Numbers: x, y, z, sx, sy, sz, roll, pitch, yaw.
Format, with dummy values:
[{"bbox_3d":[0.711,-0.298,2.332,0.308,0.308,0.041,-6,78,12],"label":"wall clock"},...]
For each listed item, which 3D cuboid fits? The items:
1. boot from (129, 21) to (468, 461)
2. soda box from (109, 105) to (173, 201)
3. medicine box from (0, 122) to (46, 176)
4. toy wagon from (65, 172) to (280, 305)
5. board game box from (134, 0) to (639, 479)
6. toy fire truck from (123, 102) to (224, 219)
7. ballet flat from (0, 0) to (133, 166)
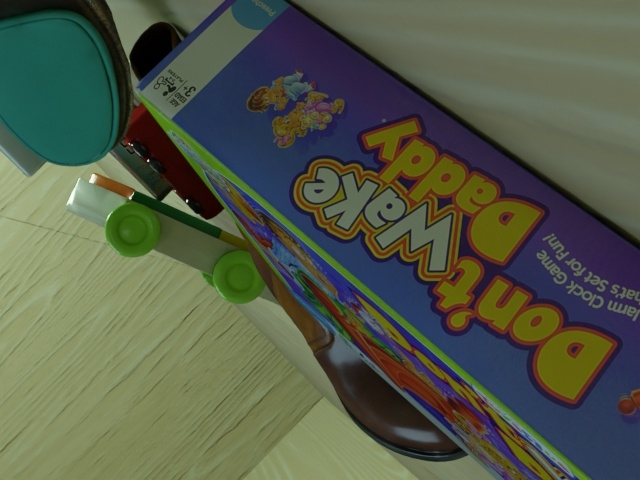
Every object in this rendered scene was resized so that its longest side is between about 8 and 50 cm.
[{"bbox_3d":[0.000,0.000,0.801,0.264,0.096,0.280,55,176,44],"label":"boot"},{"bbox_3d":[-0.233,-0.130,1.387,0.183,0.058,0.063,45,173,0],"label":"soda box"},{"bbox_3d":[-0.457,-0.236,1.677,0.263,0.149,0.289,47,173,-15],"label":"medicine box"},{"bbox_3d":[-0.116,0.021,1.333,0.344,0.068,0.267,24,178,-9],"label":"toy wagon"},{"bbox_3d":[0.088,0.052,0.541,0.347,0.078,0.233,40,172,33],"label":"board game box"},{"bbox_3d":[-0.185,-0.109,1.277,0.192,0.047,0.135,48,173,-28],"label":"toy fire truck"},{"bbox_3d":[-0.186,-0.172,0.733,0.316,0.108,0.106,75,-168,-58],"label":"ballet flat"}]
